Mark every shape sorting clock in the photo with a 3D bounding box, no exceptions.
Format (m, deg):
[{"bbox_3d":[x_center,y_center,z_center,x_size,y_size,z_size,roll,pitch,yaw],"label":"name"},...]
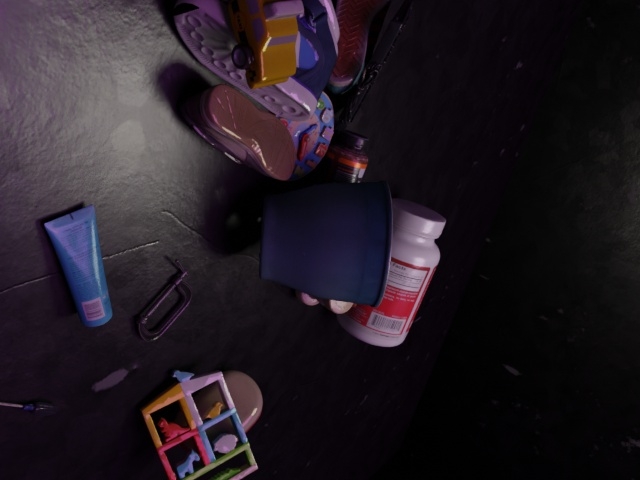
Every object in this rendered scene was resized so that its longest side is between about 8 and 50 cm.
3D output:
[{"bbox_3d":[-0.040,-0.222,1.236,0.206,0.040,0.206,-39,145,-34],"label":"shape sorting clock"}]

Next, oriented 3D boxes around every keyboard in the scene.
[{"bbox_3d":[0.099,-0.332,1.189,0.201,0.033,0.317,-61,-179,-34],"label":"keyboard"}]

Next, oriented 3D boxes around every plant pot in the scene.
[{"bbox_3d":[0.000,0.000,1.234,0.271,0.256,0.271,-176,-90,-86],"label":"plant pot"}]

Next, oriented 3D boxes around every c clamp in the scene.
[{"bbox_3d":[-0.310,0.124,1.151,0.160,0.022,0.137,-54,156,-14],"label":"c clamp"}]

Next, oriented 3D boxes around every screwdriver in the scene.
[{"bbox_3d":[-0.511,0.278,0.969,0.170,0.024,0.025,32,60,-60],"label":"screwdriver"}]

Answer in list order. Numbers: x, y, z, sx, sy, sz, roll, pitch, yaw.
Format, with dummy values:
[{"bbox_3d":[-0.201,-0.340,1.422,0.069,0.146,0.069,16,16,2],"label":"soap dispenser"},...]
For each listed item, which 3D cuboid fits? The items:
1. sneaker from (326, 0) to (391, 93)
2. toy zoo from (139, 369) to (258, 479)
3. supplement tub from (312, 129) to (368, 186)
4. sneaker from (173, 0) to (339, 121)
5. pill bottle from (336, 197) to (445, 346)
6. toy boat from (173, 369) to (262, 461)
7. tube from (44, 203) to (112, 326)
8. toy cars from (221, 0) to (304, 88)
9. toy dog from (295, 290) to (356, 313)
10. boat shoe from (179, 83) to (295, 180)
[{"bbox_3d":[0.073,-0.438,1.170,0.121,0.108,0.302,111,1,-85],"label":"sneaker"},{"bbox_3d":[-0.276,0.424,1.299,0.192,0.030,0.293,-23,96,-27],"label":"toy zoo"},{"bbox_3d":[0.047,-0.158,1.366,0.106,0.106,0.197,-7,122,-56],"label":"supplement tub"},{"bbox_3d":[-0.085,-0.374,0.972,0.323,0.130,0.236,33,69,-48],"label":"sneaker"},{"bbox_3d":[0.216,0.093,1.739,0.229,0.229,0.407,-7,122,-56],"label":"pill bottle"},{"bbox_3d":[-0.252,0.431,1.433,0.231,0.151,0.151,-42,177,-29],"label":"toy boat"},{"bbox_3d":[-0.381,0.046,0.937,0.080,0.052,0.207,-37,139,-44],"label":"tube"},{"bbox_3d":[-0.050,-0.413,0.846,0.176,0.087,0.393,30,67,-46],"label":"toy cars"},{"bbox_3d":[0.079,0.054,1.540,0.161,0.220,0.333,24,106,-39],"label":"toy dog"},{"bbox_3d":[-0.141,-0.191,1.053,0.285,0.092,0.102,29,72,-59],"label":"boat shoe"}]
